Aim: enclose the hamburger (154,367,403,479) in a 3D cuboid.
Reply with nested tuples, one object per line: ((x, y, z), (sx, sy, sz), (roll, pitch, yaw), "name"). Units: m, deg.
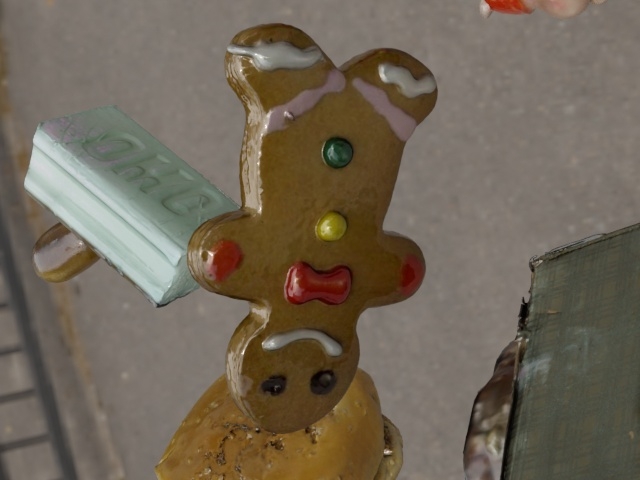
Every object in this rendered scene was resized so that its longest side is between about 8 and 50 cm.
((-0.060, 0.291, 2.062), (0.284, 0.304, 0.174), (7, 134, 30), "hamburger")

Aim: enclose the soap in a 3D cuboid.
((-0.207, -0.045, 1.787), (0.261, 0.150, 0.094), (38, 128, 22), "soap")

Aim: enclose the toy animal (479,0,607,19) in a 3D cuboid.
((0.226, -0.304, 1.509), (0.171, 0.197, 0.171), (155, 90, -85), "toy animal")

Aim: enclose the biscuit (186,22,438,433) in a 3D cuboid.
((0.000, 0.000, 1.660), (0.064, 0.283, 0.432), (23, 104, 60), "biscuit")

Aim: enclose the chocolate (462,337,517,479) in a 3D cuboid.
((0.307, 0.173, 1.537), (0.210, 0.340, 0.225), (-25, 95, 36), "chocolate")

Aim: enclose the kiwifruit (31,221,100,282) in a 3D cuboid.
((-0.330, 0.010, 2.071), (0.124, 0.075, 0.075), (-26, 74, 30), "kiwifruit")

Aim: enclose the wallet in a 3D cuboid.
((0.203, 0.119, 1.105), (0.169, 0.044, 0.317), (-21, 39, 35), "wallet")
